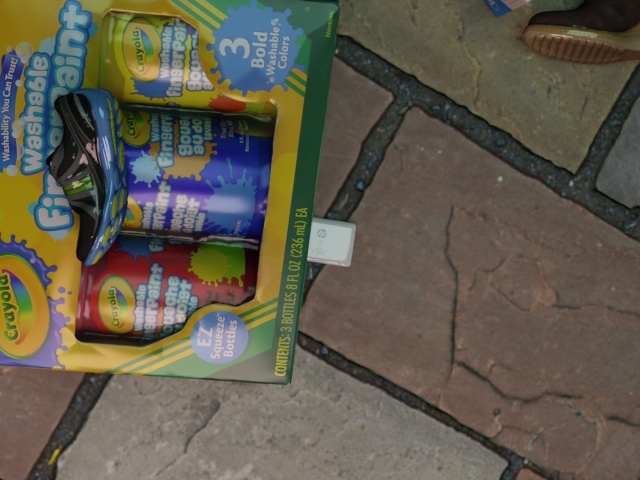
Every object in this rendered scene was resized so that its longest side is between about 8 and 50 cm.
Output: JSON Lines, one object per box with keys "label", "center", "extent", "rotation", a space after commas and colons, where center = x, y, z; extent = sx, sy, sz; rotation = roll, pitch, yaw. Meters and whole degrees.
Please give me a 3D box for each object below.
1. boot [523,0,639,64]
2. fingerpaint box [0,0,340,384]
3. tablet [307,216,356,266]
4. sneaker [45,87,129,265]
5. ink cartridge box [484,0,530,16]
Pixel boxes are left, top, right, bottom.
{"label": "boot", "center": [0.370, -0.330, 1.906], "extent": [0.248, 0.090, 0.207], "rotation": [1, 79, -9]}
{"label": "fingerpaint box", "center": [-0.194, -0.079, 1.699], "extent": [0.371, 0.163, 0.445], "rotation": [5, 105, -10]}
{"label": "tablet", "center": [0.000, 0.000, 1.868], "extent": [0.083, 0.006, 0.054], "rotation": [9, 89, -10]}
{"label": "sneaker", "center": [-0.244, -0.067, 1.583], "extent": [0.078, 0.067, 0.188], "rotation": [4, 109, 12]}
{"label": "ink cartridge box", "center": [0.186, -0.388, 1.831], "extent": [0.078, 0.134, 0.231], "rotation": [-41, 96, -7]}
